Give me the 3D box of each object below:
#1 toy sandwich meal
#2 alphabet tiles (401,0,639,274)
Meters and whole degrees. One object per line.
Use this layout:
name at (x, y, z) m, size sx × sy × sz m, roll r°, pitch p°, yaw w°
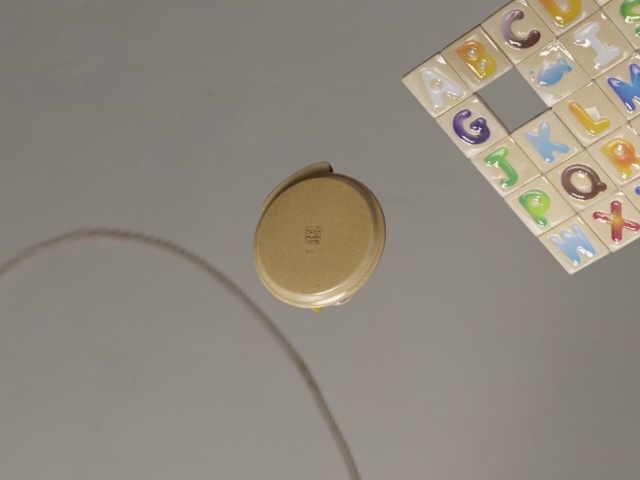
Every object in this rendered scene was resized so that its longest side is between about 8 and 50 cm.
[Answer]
toy sandwich meal at (0.000, 0.000, 0.926) m, size 0.086 × 0.029 × 0.085 m, roll -8°, pitch 69°, yaw 20°
alphabet tiles at (0.202, -0.097, 1.184) m, size 0.198 × 0.237 × 0.009 m, roll 48°, pitch 38°, yaw -12°
